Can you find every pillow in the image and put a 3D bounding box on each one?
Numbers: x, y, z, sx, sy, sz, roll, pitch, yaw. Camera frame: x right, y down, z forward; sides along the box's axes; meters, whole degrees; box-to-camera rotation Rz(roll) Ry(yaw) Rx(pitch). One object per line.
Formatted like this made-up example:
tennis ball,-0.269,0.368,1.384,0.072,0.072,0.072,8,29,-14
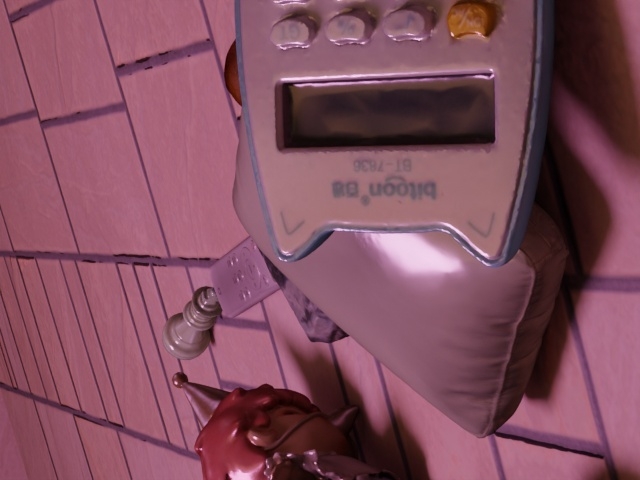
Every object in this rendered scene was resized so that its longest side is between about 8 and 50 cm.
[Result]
pillow,0.051,-0.016,1.387,0.322,0.120,0.255,41,147,25

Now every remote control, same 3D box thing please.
remote control,-0.075,0.033,1.895,0.067,0.029,0.261,69,158,5

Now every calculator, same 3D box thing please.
calculator,0.048,-0.177,1.228,0.256,0.054,0.386,1,98,35

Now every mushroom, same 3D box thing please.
mushroom,-0.054,-0.153,1.646,0.088,0.073,0.129,40,165,-11

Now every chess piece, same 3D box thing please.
chess piece,-0.143,0.090,2.080,0.059,0.059,0.149,65,151,16

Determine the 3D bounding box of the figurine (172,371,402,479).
figurine,-0.019,0.228,1.766,0.207,0.166,0.387,41,175,-41

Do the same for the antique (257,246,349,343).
antique,0.000,0.000,1.614,0.183,0.086,0.088,61,157,25
